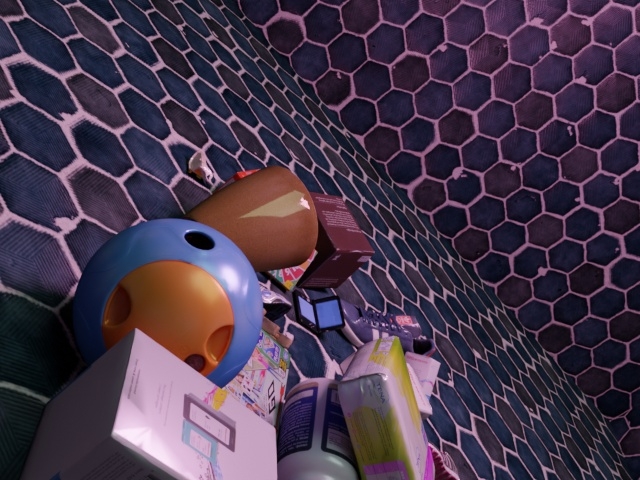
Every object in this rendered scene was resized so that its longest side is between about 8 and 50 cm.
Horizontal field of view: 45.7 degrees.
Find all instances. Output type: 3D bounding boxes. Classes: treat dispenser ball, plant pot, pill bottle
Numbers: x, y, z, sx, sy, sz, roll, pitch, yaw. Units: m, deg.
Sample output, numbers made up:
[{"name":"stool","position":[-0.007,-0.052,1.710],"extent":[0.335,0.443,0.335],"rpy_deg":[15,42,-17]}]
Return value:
[{"name":"treat dispenser ball","position":[-0.233,0.110,1.173],"extent":[0.288,0.288,0.288],"rpy_deg":[43,21,-21]},{"name":"plant pot","position":[-0.176,-0.025,1.644],"extent":[0.254,0.237,0.237],"rpy_deg":[-18,68,-43]},{"name":"pill bottle","position":[-0.005,0.390,1.366],"extent":[0.153,0.153,0.264],"rpy_deg":[43,28,-21]}]

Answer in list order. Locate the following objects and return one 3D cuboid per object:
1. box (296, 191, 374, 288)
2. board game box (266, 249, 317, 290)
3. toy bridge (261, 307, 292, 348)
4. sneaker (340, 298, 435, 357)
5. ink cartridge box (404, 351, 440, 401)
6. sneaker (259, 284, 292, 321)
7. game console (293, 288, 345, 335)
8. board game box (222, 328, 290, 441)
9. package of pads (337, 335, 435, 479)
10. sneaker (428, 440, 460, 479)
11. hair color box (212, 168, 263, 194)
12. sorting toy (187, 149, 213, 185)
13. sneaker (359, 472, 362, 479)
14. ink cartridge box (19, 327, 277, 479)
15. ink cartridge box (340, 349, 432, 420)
[{"name":"box","position":[0.000,0.000,2.035],"extent":[0.168,0.167,0.203],"rpy_deg":[6,47,-50]},{"name":"board game box","position":[-0.134,-0.002,1.858],"extent":[0.259,0.124,0.039],"rpy_deg":[41,-17,-21]},{"name":"toy bridge","position":[-0.117,0.180,1.625],"extent":[0.063,0.026,0.188],"rpy_deg":[29,-16,30]},{"name":"sneaker","position":[0.179,0.236,2.071],"extent":[0.350,0.148,0.131],"rpy_deg":[38,23,-33]},{"name":"ink cartridge box","position":[0.254,0.365,2.006],"extent":[0.088,0.122,0.052],"rpy_deg":[9,-13,43]},{"name":"sneaker","position":[-0.139,0.124,1.669],"extent":[0.211,0.080,0.081],"rpy_deg":[25,32,-52]},{"name":"game console","position":[-0.004,0.170,1.900],"extent":[0.107,0.071,0.122],"rpy_deg":[39,22,-31]},{"name":"board game box","position":[-0.158,0.253,1.451],"extent":[0.213,0.046,0.317],"rpy_deg":[46,20,-17]},{"name":"package of pads","position":[0.125,0.349,1.383],"extent":[0.229,0.101,0.296],"rpy_deg":[-37,112,-75]},{"name":"sneaker","position":[0.290,0.548,1.891],"extent":[0.170,0.063,0.075],"rpy_deg":[49,19,-20]},{"name":"hair color box","position":[-0.200,-0.136,1.981],"extent":[0.053,0.093,0.167],"rpy_deg":[53,20,4]},{"name":"sorting toy","position":[-0.296,-0.175,1.921],"extent":[0.075,0.045,0.083],"rpy_deg":[47,18,-35]},{"name":"sneaker","position":[0.115,0.508,1.513],"extent":[0.293,0.102,0.146],"rpy_deg":[44,21,-19]},{"name":"ink cartridge box","position":[-0.217,0.301,1.003],"extent":[0.270,0.198,0.197],"rpy_deg":[43,20,-25]},{"name":"ink cartridge box","position":[0.166,0.369,1.889],"extent":[0.218,0.092,0.158],"rpy_deg":[27,31,-46]}]
